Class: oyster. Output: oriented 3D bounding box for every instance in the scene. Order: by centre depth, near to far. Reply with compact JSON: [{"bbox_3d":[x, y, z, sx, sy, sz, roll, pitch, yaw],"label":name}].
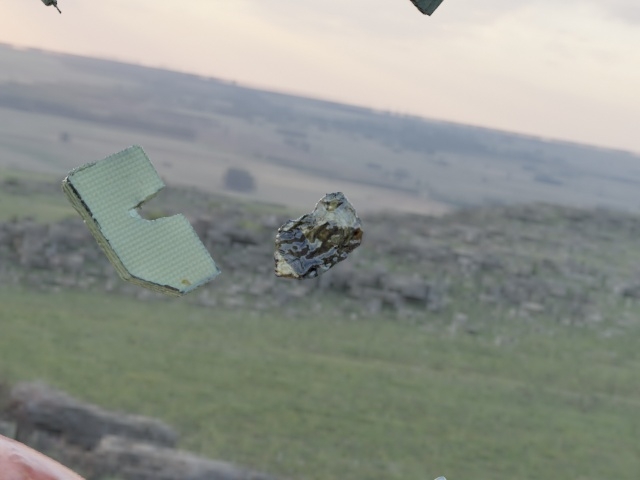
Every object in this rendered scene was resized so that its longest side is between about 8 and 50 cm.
[{"bbox_3d":[-0.003,0.002,1.178,0.083,0.054,0.019,-36,13,-6],"label":"oyster"}]

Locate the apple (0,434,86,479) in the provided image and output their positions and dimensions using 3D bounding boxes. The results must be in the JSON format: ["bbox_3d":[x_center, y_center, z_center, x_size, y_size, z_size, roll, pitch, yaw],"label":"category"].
[{"bbox_3d":[-0.272,0.318,1.010,0.363,0.364,0.364,9,6,-1],"label":"apple"}]

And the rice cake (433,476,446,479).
[{"bbox_3d":[0.031,0.245,1.145,0.206,0.069,0.063,-20,-22,1],"label":"rice cake"}]

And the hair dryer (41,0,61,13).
[{"bbox_3d":[-0.310,-0.281,1.585,0.124,0.038,0.063,48,-22,16],"label":"hair dryer"}]

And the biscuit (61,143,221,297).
[{"bbox_3d":[-0.271,-0.020,2.271,0.147,0.250,0.046,-31,-6,-36],"label":"biscuit"}]

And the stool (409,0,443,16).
[{"bbox_3d":[0.132,-0.474,1.702,0.297,0.330,0.297,43,8,-7],"label":"stool"}]
